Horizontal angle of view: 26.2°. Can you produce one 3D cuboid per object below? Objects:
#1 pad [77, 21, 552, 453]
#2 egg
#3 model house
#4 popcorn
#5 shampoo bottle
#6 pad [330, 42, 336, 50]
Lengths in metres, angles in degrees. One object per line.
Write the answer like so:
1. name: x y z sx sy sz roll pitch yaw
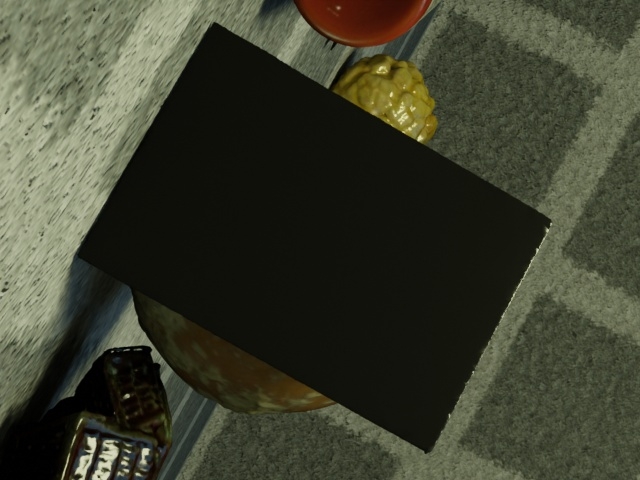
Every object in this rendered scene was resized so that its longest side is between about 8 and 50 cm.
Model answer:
1. pad: 0.000 0.000 0.834 0.170 0.245 0.006 -61 -174 -9
2. egg: -0.024 0.024 0.952 0.245 0.203 0.203 -2 -127 54
3. model house: -0.163 0.140 0.921 0.152 0.106 0.165 92 11 -72
4. popcorn: 0.067 -0.157 1.786 0.180 0.180 0.170 -44 135 -82
5. shampoo bottle: 0.052 -0.218 1.070 0.104 0.104 0.278 -62 177 19
6. pad: 0.076 -0.326 1.507 0.265 0.009 0.160 -58 174 -51
